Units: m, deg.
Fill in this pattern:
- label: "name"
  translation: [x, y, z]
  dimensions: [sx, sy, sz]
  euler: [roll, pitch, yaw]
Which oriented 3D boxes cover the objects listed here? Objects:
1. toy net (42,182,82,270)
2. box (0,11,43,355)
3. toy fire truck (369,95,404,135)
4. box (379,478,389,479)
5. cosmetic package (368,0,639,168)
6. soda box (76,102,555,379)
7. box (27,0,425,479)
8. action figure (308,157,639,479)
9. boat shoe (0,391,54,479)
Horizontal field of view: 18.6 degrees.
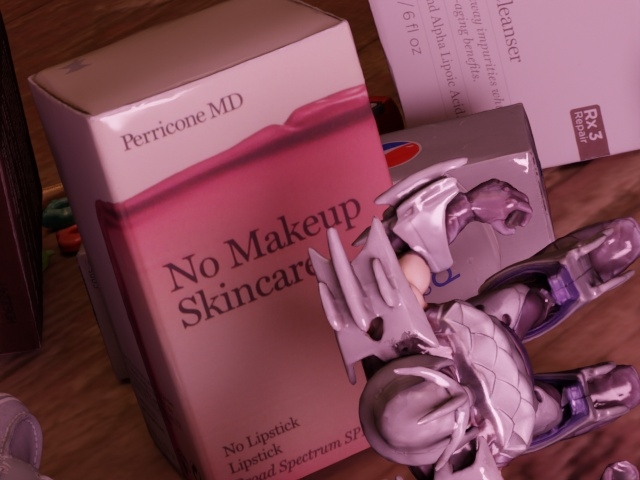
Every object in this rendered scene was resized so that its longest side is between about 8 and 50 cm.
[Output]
- label: "toy net"
  translation: [-0.187, -0.041, 1.502]
  dimensions: [0.122, 0.045, 0.232]
  euler: [6, 31, 43]
- label: "box"
  translation: [-0.283, -0.036, 1.320]
  dimensions: [0.168, 0.167, 0.203]
  euler: [-9, 36, -3]
- label: "toy fire truck"
  translation: [-0.045, -0.053, 1.431]
  dimensions: [0.135, 0.047, 0.192]
  euler: [6, 30, 45]
- label: "box"
  translation: [0.011, 0.171, 0.793]
  dimensions: [0.087, 0.102, 0.101]
  euler: [-17, 23, -8]
- label: "cosmetic package"
  translation: [0.235, -0.189, 1.347]
  dimensions: [0.385, 0.217, 0.156]
  euler: [-12, 22, 15]
- label: "soda box"
  translation: [0.000, 0.000, 1.217]
  dimensions: [0.286, 0.091, 0.098]
  euler: [-13, 21, 7]
- label: "box"
  translation: [-0.041, 0.001, 1.054]
  dimensions: [0.149, 0.232, 0.127]
  euler: [-23, 22, -15]
- label: "action figure"
  translation: [0.083, 0.054, 0.874]
  dimensions: [0.099, 0.185, 0.285]
  euler: [-15, -1, 20]
- label: "boat shoe"
  translation: [-0.166, 0.157, 0.995]
  dimensions: [0.081, 0.079, 0.227]
  euler: [-4, 30, 11]
